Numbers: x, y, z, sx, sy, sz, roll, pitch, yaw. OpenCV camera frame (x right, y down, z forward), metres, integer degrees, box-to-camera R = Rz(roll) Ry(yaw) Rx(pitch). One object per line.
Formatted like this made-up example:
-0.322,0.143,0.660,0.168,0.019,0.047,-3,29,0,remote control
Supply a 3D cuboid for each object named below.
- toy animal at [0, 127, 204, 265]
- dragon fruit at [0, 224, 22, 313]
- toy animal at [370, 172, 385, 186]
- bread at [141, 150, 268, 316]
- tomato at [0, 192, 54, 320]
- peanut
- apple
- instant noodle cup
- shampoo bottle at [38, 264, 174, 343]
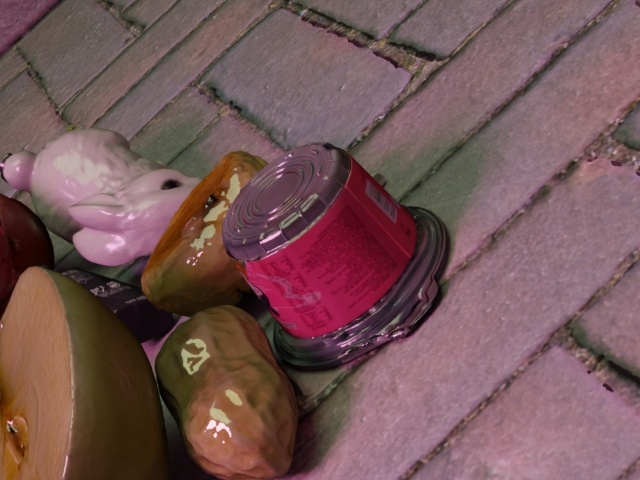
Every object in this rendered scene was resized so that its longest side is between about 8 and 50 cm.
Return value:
-0.319,-0.064,2.241,0.257,0.194,0.357,-8,17,-30,toy animal
-0.493,0.072,2.109,0.161,0.126,0.274,5,77,41,dragon fruit
0.017,-0.065,1.912,0.071,0.124,0.085,-3,67,42,toy animal
-0.127,0.001,1.937,0.244,0.134,0.244,-46,16,18,bread
-0.550,0.066,2.369,0.334,0.176,0.290,-10,75,42,tomato
-0.110,0.174,1.670,0.152,0.152,0.313,-39,29,5,peanut
-0.315,0.243,1.659,0.311,0.320,0.360,-30,37,-4,apple
0.000,0.000,1.740,0.302,0.181,0.258,5,51,54,instant noodle cup
-0.343,0.089,2.105,0.098,0.071,0.309,-24,23,-37,shampoo bottle
